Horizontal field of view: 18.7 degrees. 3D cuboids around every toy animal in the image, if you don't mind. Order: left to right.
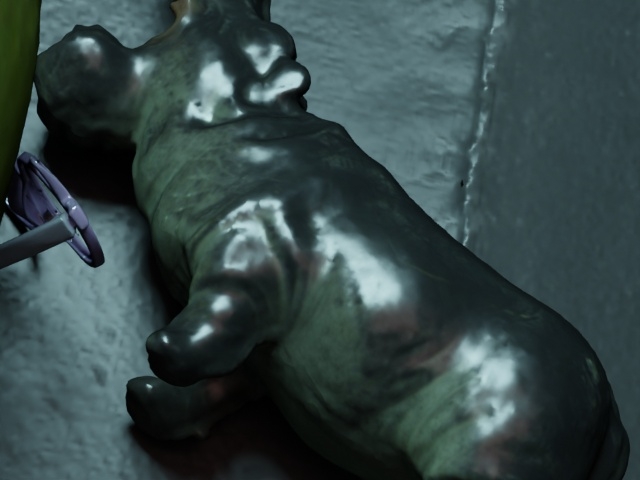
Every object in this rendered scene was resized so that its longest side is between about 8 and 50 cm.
[{"bbox_3d":[-0.016,0.004,0.816,0.168,0.106,0.343,-30,73,-22],"label":"toy animal"}]

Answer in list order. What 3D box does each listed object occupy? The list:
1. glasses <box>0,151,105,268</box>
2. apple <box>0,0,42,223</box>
[{"bbox_3d":[-0.155,0.007,0.784,0.104,0.140,0.062,-37,116,-13],"label":"glasses"},{"bbox_3d":[-0.258,-0.087,0.664,0.357,0.357,0.357,5,66,-11],"label":"apple"}]
